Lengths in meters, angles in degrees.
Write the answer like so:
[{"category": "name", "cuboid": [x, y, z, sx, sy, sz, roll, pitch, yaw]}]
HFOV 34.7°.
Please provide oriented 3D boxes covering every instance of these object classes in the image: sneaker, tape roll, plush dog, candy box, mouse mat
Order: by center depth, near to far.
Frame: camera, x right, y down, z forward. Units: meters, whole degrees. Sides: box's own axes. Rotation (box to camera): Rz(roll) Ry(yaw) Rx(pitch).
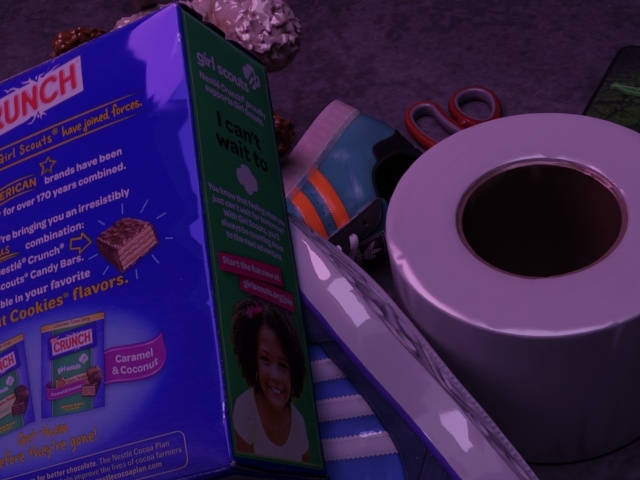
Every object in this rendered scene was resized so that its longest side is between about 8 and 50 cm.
[{"category": "candy box", "cuboid": [-0.158, 0.034, 0.713, 0.268, 0.122, 0.317, -19, 68, 23]}, {"category": "sneaker", "cuboid": [-0.012, 0.157, 0.742, 0.236, 0.130, 0.322, -44, 68, 8]}, {"category": "tape roll", "cuboid": [0.182, 0.036, 0.846, 0.246, 0.169, 0.246, -6, 45, 6]}, {"category": "sneaker", "cuboid": [0.000, 0.000, 0.963, 0.121, 0.108, 0.302, 25, 64, 13]}, {"category": "plush dog", "cuboid": [-0.139, -0.106, 1.001, 0.211, 0.262, 0.225, -1, 61, -38]}, {"category": "mouse mat", "cuboid": [0.390, -0.151, 1.095, 0.190, 0.007, 0.152, 17, 52, 25]}]

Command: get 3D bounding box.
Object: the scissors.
[{"category": "scissors", "cuboid": [0.199, -0.075, 1.058, 0.109, 0.021, 0.297, -26, 48, -16]}]
